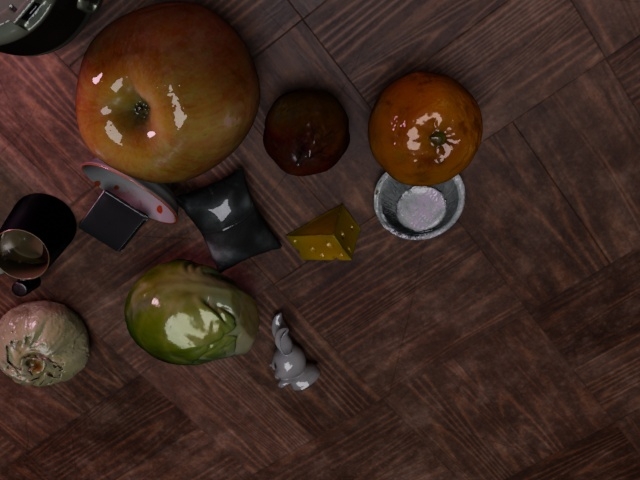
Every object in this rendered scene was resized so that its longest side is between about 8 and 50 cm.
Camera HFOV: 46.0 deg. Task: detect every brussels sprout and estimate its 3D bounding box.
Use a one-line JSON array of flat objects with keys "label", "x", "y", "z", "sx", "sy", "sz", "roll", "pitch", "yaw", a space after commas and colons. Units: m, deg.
[{"label": "brussels sprout", "x": -0.332, "y": 0.183, "z": 1.936, "sx": 0.344, "sy": 0.344, "sz": 0.268, "roll": 2, "pitch": 84, "yaw": -1}]

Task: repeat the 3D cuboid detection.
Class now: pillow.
[{"label": "pillow", "x": -0.226, "y": -0.043, "z": 1.895, "sx": 0.186, "sy": 0.106, "sz": 0.250, "roll": -24, "pitch": 119, "yaw": 5}]

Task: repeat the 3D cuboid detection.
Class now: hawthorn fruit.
[{"label": "hawthorn fruit", "x": -0.033, "y": -0.230, "z": 1.714, "sx": 0.208, "sy": 0.248, "sz": 0.208, "roll": -1, "pitch": 122, "yaw": -2}]

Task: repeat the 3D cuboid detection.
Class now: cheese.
[{"label": "cheese", "x": 0.000, "y": 0.000, "z": 1.936, "sx": 0.171, "sy": 0.126, "sz": 0.093, "roll": -17, "pitch": 124, "yaw": 30}]

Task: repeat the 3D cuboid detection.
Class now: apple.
[{"label": "apple", "x": -0.331, "y": -0.309, "z": 1.621, "sx": 0.391, "sy": 0.346, "sz": 0.392, "roll": 3, "pitch": 117, "yaw": 5}]

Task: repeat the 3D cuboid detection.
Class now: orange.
[{"label": "orange", "x": 0.235, "y": -0.250, "z": 1.706, "sx": 0.261, "sy": 0.261, "sz": 0.261, "roll": 0, "pitch": 118, "yaw": 0}]

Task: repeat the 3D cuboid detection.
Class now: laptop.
[{"label": "laptop", "x": -0.527, "y": -0.047, "z": 1.915, "sx": 0.129, "sy": 0.016, "sz": 0.180, "roll": 35, "pitch": 132, "yaw": -17}]

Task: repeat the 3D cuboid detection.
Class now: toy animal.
[{"label": "toy animal", "x": -0.102, "y": 0.314, "z": 2.086, "sx": 0.130, "sy": 0.104, "sz": 0.221, "roll": -23, "pitch": 115, "yaw": 13}]

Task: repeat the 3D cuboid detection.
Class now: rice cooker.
[{"label": "rice cooker", "x": -0.626, "y": -0.539, "z": 1.513, "sx": 0.335, "sy": 0.325, "sz": 0.335, "roll": 0, "pitch": 98, "yaw": 1}]

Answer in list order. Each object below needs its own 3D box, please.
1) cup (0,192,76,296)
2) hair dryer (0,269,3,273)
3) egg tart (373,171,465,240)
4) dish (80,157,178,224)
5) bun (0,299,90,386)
[{"label": "cup", "x": -0.707, "y": 0.026, "z": 1.894, "sx": 0.166, "sy": 0.177, "sz": 0.239, "roll": -10, "pitch": 118, "yaw": 4}, {"label": "hair dryer", "x": -0.804, "y": 0.080, "z": 2.008, "sx": 0.063, "sy": 0.038, "sz": 0.124, "roll": -41, "pitch": 118, "yaw": 21}, {"label": "egg tart", "x": 0.246, "y": -0.096, "z": 1.872, "sx": 0.234, "sy": 0.094, "sz": 0.234, "roll": 1, "pitch": 120, "yaw": 1}, {"label": "dish", "x": -0.438, "y": -0.142, "z": 1.811, "sx": 0.260, "sy": 0.260, "sz": 0.085, "roll": 33, "pitch": 72, "yaw": -16}, {"label": "bun", "x": -0.769, "y": 0.292, "z": 2.053, "sx": 0.259, "sy": 0.152, "sz": 0.259, "roll": 1, "pitch": 121, "yaw": 1}]
